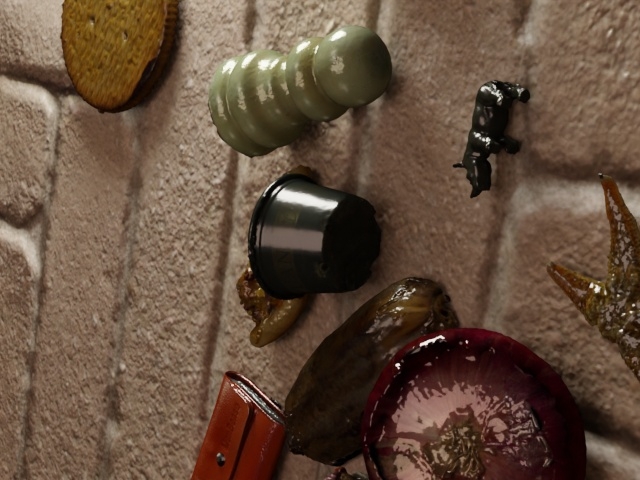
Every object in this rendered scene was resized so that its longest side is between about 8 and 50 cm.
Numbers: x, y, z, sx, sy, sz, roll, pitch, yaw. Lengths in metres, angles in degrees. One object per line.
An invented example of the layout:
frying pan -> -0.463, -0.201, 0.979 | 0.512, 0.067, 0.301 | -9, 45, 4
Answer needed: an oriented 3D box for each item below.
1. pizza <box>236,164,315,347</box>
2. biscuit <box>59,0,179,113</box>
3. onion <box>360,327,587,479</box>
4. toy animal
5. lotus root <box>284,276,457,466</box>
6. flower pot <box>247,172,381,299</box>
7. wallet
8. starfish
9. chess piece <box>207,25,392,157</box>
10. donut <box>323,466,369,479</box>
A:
pizza -> -0.053, 0.025, 1.962 | 0.127, 0.058, 0.246 | 43, 118, 43
biscuit -> -0.303, -0.343, 2.296 | 0.305, 0.038, 0.305 | -3, 86, 49
onion -> 0.164, 0.211, 1.605 | 0.248, 0.161, 0.248 | 5, 101, 28
toy animal -> 0.186, -0.112, 1.689 | 0.065, 0.047, 0.135 | 29, 112, 53
lotus root -> 0.037, 0.166, 1.834 | 0.329, 0.078, 0.167 | -45, 54, 39
flower pot -> 0.000, 0.000, 1.837 | 0.107, 0.157, 0.157 | 7, 94, 40
wallet -> -0.113, 0.296, 2.035 | 0.142, 0.045, 0.204 | 38, 117, 44
starfish -> 0.330, 0.062, 1.509 | 0.247, 0.050, 0.138 | 49, 124, 31
chess piece -> -0.013, -0.195, 1.886 | 0.243, 0.133, 0.133 | -15, 77, 42
donut -> 0.042, 0.392, 1.730 | 0.270, 0.103, 0.269 | -178, 90, -81
